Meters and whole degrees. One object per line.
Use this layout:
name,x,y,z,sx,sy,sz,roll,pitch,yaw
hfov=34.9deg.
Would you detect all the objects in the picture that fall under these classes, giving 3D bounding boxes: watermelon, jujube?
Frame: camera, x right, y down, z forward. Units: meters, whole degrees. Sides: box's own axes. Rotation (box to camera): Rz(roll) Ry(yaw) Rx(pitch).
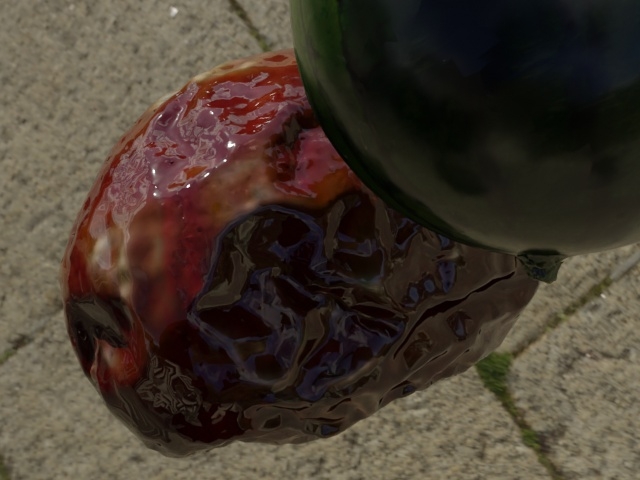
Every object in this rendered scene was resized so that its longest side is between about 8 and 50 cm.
watermelon,0.101,-0.109,0.467,0.242,0.242,0.242,-9,70,28
jujube,-0.001,-0.001,0.743,0.276,0.376,0.277,17,114,42
